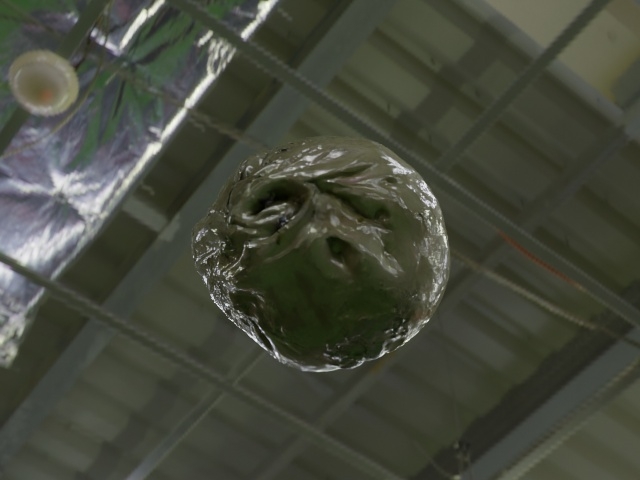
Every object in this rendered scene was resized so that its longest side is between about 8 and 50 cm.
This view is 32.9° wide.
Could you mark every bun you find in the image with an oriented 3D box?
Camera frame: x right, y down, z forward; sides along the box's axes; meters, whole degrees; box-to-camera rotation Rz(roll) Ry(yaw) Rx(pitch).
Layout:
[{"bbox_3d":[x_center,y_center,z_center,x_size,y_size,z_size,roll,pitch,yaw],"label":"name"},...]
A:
[{"bbox_3d":[0.000,0.000,1.468,0.362,0.326,0.234,25,-18,35],"label":"bun"}]
